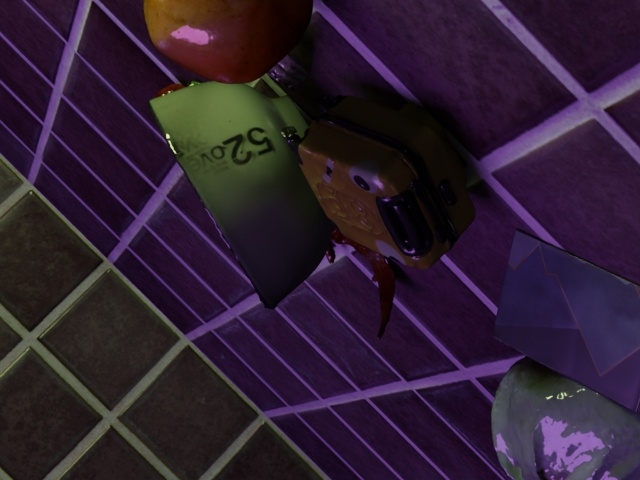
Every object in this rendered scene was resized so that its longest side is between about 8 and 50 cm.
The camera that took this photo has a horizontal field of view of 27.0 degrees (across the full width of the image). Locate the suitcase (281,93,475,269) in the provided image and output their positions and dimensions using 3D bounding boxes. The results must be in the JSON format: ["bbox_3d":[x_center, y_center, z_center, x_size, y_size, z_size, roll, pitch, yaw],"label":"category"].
[{"bbox_3d":[0.086,-0.087,1.751,0.235,0.143,0.194,26,154,44],"label":"suitcase"}]

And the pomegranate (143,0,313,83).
[{"bbox_3d":[-0.109,-0.296,1.621,0.209,0.209,0.209,38,161,16],"label":"pomegranate"}]

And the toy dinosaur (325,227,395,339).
[{"bbox_3d":[-0.002,-0.006,2.168,0.206,0.113,0.327,13,143,57],"label":"toy dinosaur"}]

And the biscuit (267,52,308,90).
[{"bbox_3d":[-0.128,-0.299,1.805,0.252,0.052,0.150,38,-174,7],"label":"biscuit"}]

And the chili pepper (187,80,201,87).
[{"bbox_3d":[-0.184,-0.231,2.196,0.091,0.034,0.030,42,-165,2],"label":"chili pepper"}]

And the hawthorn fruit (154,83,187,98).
[{"bbox_3d":[-0.238,-0.217,2.256,0.081,0.081,0.093,33,162,29],"label":"hawthorn fruit"}]

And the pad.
[{"bbox_3d":[0.329,0.101,1.718,0.243,0.004,0.164,28,118,40],"label":"pad"}]

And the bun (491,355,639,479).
[{"bbox_3d":[0.390,0.300,1.854,0.362,0.211,0.362,35,156,18],"label":"bun"}]

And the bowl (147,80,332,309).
[{"bbox_3d":[-0.086,-0.094,1.946,0.354,0.185,0.354,60,179,1],"label":"bowl"}]
